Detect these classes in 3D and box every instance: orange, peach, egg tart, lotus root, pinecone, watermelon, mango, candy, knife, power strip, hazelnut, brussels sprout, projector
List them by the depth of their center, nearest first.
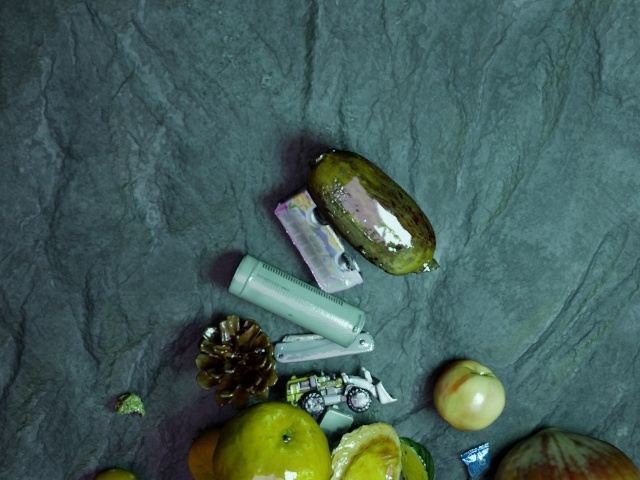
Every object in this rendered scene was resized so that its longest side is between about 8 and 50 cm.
[{"bbox_3d":[-0.112,0.512,1.239,0.279,0.279,0.235,21,121,-8],"label":"orange"},{"bbox_3d":[0.128,-0.058,1.248,0.179,0.196,0.397,-42,102,11],"label":"lotus root"},{"bbox_3d":[-0.210,0.299,1.318,0.203,0.201,0.228,-16,79,-14],"label":"pinecone"},{"bbox_3d":[-0.059,0.150,1.327,0.338,0.108,0.108,27,101,-7],"label":"projector"},{"bbox_3d":[0.380,0.405,1.388,0.185,0.184,0.184,-1,104,-3],"label":"peach"},{"bbox_3d":[0.654,0.685,1.393,0.410,0.359,0.358,-13,104,-9],"label":"hazelnut"},{"bbox_3d":[-0.176,0.602,1.394,0.360,0.186,0.144,21,132,-2],"label":"mango"},{"bbox_3d":[0.008,0.276,1.402,0.266,0.040,0.073,-5,87,-3],"label":"knife"},{"bbox_3d":[-0.501,0.432,1.403,0.085,0.058,0.085,-4,137,-3],"label":"brussels sprout"},{"bbox_3d":[0.085,0.611,1.409,0.319,0.128,0.318,-12,107,-43],"label":"egg tart"},{"bbox_3d":[-0.548,0.686,1.415,0.156,0.124,0.156,0,74,-2],"label":"orange"},{"bbox_3d":[0.018,0.542,1.470,0.082,0.035,0.192,24,102,-9],"label":"power strip"},{"bbox_3d":[0.274,0.644,1.490,0.092,0.075,0.181,-4,105,1],"label":"watermelon"},{"bbox_3d":[0.449,0.644,1.523,0.088,0.038,0.136,-21,112,-12],"label":"candy"}]

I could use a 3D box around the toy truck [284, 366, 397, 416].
[{"bbox_3d":[0.050,0.387,1.388,0.286,0.136,0.111,-4,83,-3],"label":"toy truck"}]

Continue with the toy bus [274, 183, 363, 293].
[{"bbox_3d":[0.000,0.000,1.310,0.112,0.090,0.273,-29,104,9],"label":"toy bus"}]
